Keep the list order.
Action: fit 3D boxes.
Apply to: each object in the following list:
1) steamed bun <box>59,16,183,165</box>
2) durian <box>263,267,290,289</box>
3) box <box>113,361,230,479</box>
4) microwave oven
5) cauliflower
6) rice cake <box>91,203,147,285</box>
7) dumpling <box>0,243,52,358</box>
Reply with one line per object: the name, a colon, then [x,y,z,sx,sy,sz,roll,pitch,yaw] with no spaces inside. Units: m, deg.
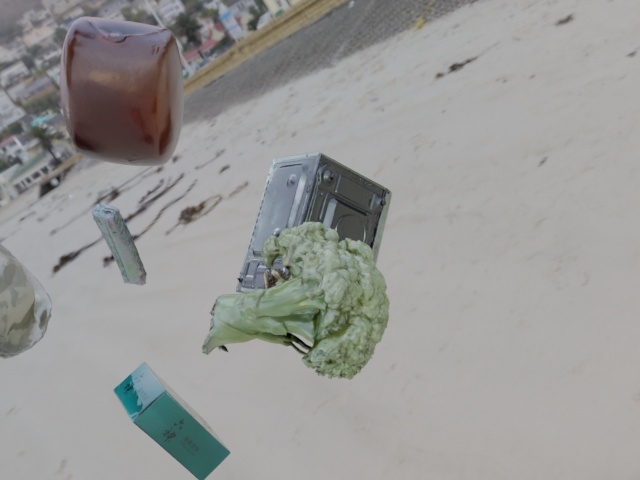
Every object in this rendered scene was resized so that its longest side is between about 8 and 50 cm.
steamed bun: [-0.411,-0.287,1.372,0.235,0.248,0.379,6,-10,-9]
durian: [-0.077,0.125,1.344,0.071,0.110,0.140,-3,69,19]
box: [-0.321,0.393,1.412,0.092,0.244,0.153,-44,34,-14]
microwave oven: [0.000,0.000,1.786,0.247,0.333,0.394,1,73,48]
cauliflower: [-0.026,0.085,1.064,0.327,0.281,0.260,119,165,-68]
rice cake: [-0.354,0.015,1.162,0.043,0.210,0.034,7,51,10]
dumpling: [-0.787,0.137,1.600,0.181,0.260,0.341,-50,34,-4]
